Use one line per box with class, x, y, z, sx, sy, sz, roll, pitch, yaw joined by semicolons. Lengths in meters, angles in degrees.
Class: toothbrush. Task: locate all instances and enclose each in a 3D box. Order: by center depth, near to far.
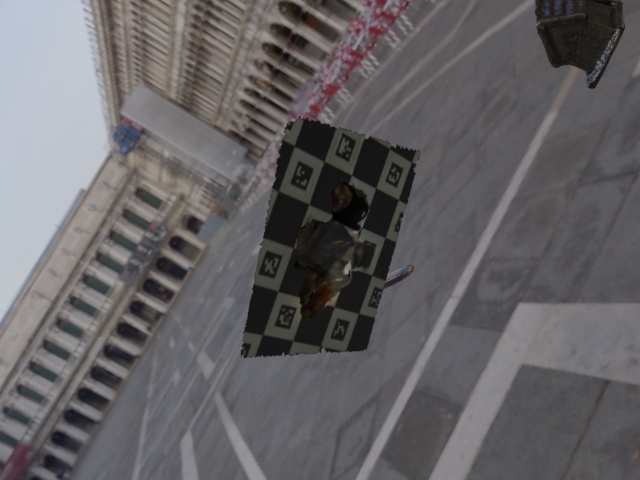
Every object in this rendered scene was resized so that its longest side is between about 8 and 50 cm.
toothbrush;0.045;0.115;1.267;0.321;0.031;0.023;-33;25;37

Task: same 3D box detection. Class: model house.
model house;0.420;-0.365;1.226;0.106;0.152;0.165;119;169;-48

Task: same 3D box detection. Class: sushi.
sushi;0.000;0.000;0.679;0.040;0.192;0.210;18;98;41
